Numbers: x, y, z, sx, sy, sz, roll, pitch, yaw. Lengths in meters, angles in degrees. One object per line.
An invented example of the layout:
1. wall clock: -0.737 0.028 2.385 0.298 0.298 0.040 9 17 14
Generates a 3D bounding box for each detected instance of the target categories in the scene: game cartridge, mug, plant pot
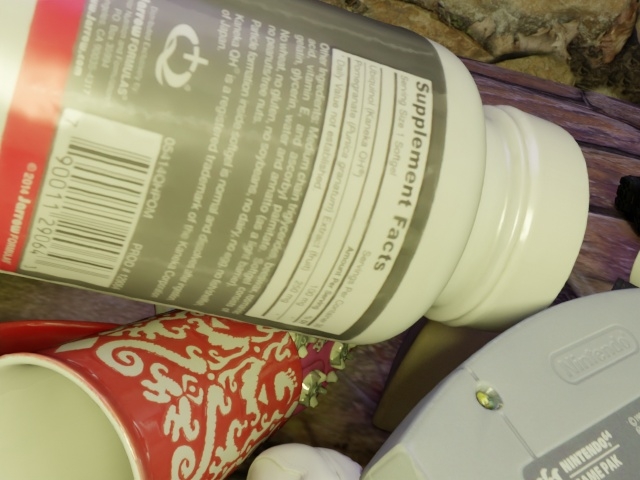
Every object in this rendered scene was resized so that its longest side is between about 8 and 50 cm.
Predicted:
1. game cartridge: 0.161 0.120 0.413 0.294 0.060 0.196 -12 62 -42
2. mug: -0.097 0.077 0.449 0.150 0.113 0.169 52 27 9
3. plant pot: 0.109 0.085 0.608 0.109 0.096 0.109 19 22 8

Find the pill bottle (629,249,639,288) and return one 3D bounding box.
1. pill bottle: 0.433 0.060 0.863 0.119 0.119 0.208 -7 31 -44

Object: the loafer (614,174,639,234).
1. loafer: 0.486 -0.046 1.213 0.078 0.076 0.223 9 18 2

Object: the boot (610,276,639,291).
1. boot: 0.286 0.130 0.599 0.223 0.118 0.338 27 25 19

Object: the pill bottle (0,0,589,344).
1. pill bottle: -0.025 -0.042 0.454 0.318 0.176 0.176 14 21 -20

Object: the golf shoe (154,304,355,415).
1. golf shoe: 0.000 0.000 0.651 0.140 0.115 0.306 15 37 30

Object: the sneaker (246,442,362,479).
1. sneaker: -0.029 0.160 0.345 0.115 0.090 0.232 8 22 -11
